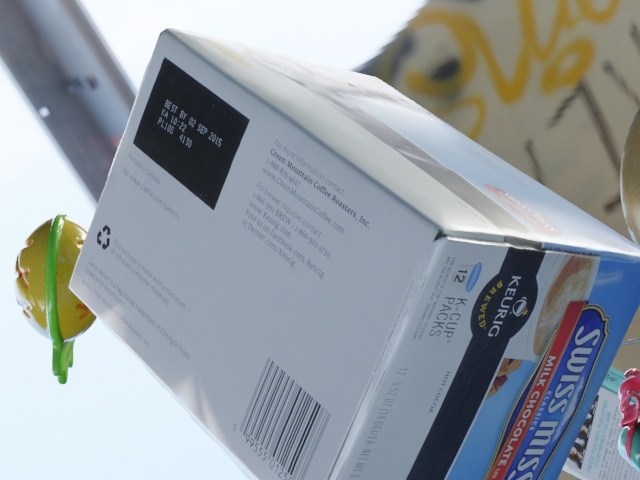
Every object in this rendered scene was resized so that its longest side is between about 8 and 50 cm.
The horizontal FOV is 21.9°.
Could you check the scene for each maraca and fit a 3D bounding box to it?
[{"bbox_3d":[-0.278,0.061,1.775,0.099,0.186,0.127,2,-159,4],"label":"maraca"}]

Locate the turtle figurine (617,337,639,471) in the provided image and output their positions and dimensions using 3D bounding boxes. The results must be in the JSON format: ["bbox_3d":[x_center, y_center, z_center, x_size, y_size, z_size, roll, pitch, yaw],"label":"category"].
[{"bbox_3d":[0.298,0.145,1.162,0.234,0.175,0.118,4,-159,36],"label":"turtle figurine"}]

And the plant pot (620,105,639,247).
[{"bbox_3d":[0.379,-0.060,1.479,0.236,0.236,0.032,-36,-160,-11],"label":"plant pot"}]

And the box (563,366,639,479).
[{"bbox_3d":[0.265,0.176,1.625,0.060,0.101,0.244,-5,-158,-44],"label":"box"}]

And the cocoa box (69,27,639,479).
[{"bbox_3d":[0.020,0.026,1.205,0.347,0.228,0.231,38,-68,44],"label":"cocoa box"}]
